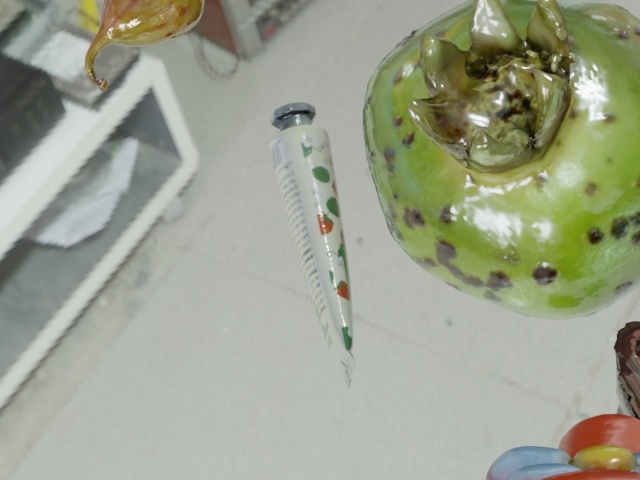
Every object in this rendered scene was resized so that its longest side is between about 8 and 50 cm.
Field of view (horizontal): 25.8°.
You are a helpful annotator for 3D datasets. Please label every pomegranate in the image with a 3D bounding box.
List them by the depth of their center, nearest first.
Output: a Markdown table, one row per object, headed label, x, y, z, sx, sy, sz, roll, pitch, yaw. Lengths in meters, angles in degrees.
| label | x | y | z | sx | sy | sz | roll | pitch | yaw |
| --- | --- | --- | --- | --- | --- | --- | --- | --- | --- |
| pomegranate | 0.118 | -0.078 | 0.897 | 0.231 | 0.286 | 0.231 | -17 | 56 | 27 |

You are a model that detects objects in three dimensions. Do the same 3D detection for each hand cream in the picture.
| label | x | y | z | sx | sy | sz | roll | pitch | yaw |
| --- | --- | --- | --- | --- | --- | --- | --- | --- | --- |
| hand cream | 0.000 | 0.000 | 1.321 | 0.059 | 0.095 | 0.276 | -10 | 71 | -6 |

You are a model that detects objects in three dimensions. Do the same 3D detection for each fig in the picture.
| label | x | y | z | sx | sy | sz | roll | pitch | yaw |
| --- | --- | --- | --- | --- | --- | --- | --- | --- | --- |
| fig | -0.098 | -0.117 | 0.746 | 0.050 | 0.050 | 0.083 | 30 | 74 | 31 |

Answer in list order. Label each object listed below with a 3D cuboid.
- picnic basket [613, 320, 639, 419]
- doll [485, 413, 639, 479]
| label | x | y | z | sx | sy | sz | roll | pitch | yaw |
| --- | --- | --- | --- | --- | --- | --- | --- | --- | --- |
| picnic basket | 0.287 | 0.162 | 0.791 | 0.297 | 0.129 | 0.222 | 9 | 31 | -19 |
| doll | 0.124 | 0.155 | 0.530 | 0.161 | 0.130 | 0.290 | 27 | 24 | 8 |
